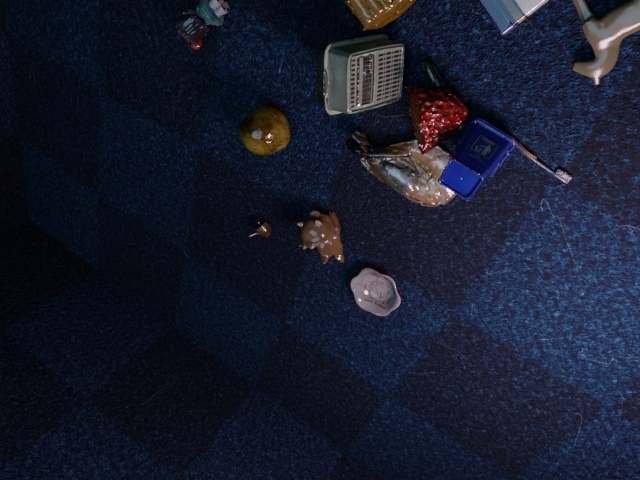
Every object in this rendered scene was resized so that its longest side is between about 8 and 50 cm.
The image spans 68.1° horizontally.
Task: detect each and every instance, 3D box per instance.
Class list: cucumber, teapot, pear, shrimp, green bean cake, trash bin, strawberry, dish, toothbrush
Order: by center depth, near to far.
[{"bbox_3d":[0.205,-0.730,1.381,0.224,0.230,0.131,-31,100,37],"label":"green bean cake"},{"bbox_3d":[0.478,-0.244,1.485,0.162,0.234,0.184,34,146,11],"label":"trash bin"},{"bbox_3d":[0.651,-0.282,1.499,0.321,0.023,0.031,36,124,8],"label":"toothbrush"},{"bbox_3d":[0.356,-0.537,1.519,0.048,0.048,0.105,-24,100,40],"label":"cucumber"},{"bbox_3d":[0.375,-0.406,1.525,0.178,0.234,0.234,-12,113,5],"label":"strawberry"},{"bbox_3d":[0.290,-0.276,1.689,0.445,0.110,0.221,29,124,11],"label":"shrimp"},{"bbox_3d":[-0.214,-0.425,1.860,0.197,0.197,0.197,16,125,24],"label":"pear"},{"bbox_3d":[0.245,0.207,2.025,0.229,0.081,0.229,15,121,26],"label":"dish"},{"bbox_3d":[-0.285,-0.045,2.203,0.080,0.110,0.085,52,177,-22],"label":"teapot"}]

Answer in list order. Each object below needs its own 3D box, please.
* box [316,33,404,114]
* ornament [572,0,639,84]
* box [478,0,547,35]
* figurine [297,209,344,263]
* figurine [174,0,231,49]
[{"bbox_3d":[0.125,-0.529,1.514,0.166,0.290,0.221,30,133,41],"label":"box"},{"bbox_3d":[0.756,-0.557,1.237,0.230,0.061,0.245,-23,100,42],"label":"ornament"},{"bbox_3d":[0.557,-0.703,1.269,0.259,0.071,0.168,-32,97,42],"label":"box"},{"bbox_3d":[-0.004,-0.004,1.992,0.177,0.173,0.247,16,125,23],"label":"figurine"},{"bbox_3d":[-0.450,-0.841,1.817,0.245,0.110,0.138,-19,124,32],"label":"figurine"}]
